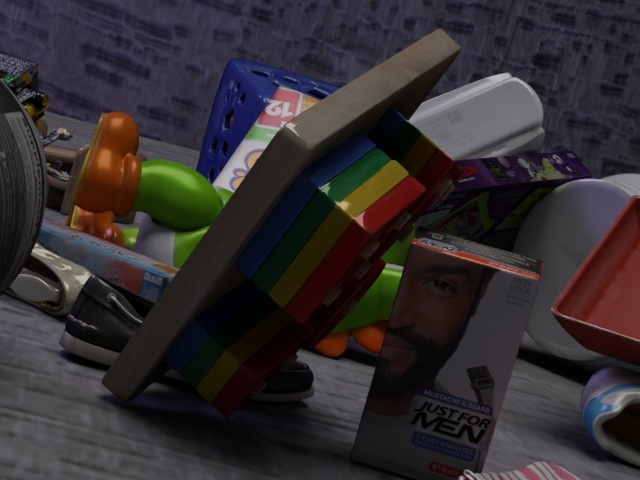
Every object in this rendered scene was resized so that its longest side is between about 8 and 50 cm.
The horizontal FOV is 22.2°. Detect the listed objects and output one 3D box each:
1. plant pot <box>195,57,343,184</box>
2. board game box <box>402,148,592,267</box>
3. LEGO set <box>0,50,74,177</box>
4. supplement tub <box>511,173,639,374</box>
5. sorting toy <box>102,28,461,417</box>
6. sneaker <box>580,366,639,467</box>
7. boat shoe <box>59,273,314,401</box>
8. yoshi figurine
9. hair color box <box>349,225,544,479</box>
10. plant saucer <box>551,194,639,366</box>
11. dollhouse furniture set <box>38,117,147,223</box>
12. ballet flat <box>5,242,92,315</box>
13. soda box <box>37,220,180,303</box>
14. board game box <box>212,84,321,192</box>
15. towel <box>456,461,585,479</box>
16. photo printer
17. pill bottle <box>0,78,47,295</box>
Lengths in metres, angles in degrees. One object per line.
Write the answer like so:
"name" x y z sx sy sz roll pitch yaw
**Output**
"plant pot" -0.029 -0.091 2.187 0.236 0.236 0.212 14 12 -17
"board game box" 0.140 -0.014 1.818 0.347 0.208 0.056 -8 54 -52
"LEGO set" -0.442 -0.100 1.712 0.331 0.192 0.255 14 35 13
"supplement tub" 0.401 0.050 1.910 0.331 0.241 0.241 9 9 -45
"sorting toy" 0.000 0.000 1.153 0.089 0.257 0.255 42 34 7
"sneaker" 0.339 0.176 1.414 0.228 0.087 0.092 11 15 5
"boat shoe" -0.093 0.076 1.250 0.206 0.065 0.075 15 3 -20
"yoshi figurine" -0.058 -0.013 1.582 0.362 0.203 0.203 18 -1 -7
"hair color box" 0.087 0.084 1.133 0.093 0.167 0.053 16 16 7
"plant saucer" 0.367 0.063 1.487 0.259 0.048 0.258 19 33 20
"dollhouse furniture set" -0.361 -0.136 2.032 0.212 0.161 0.242 21 8 40
"ballet flat" -0.262 0.021 1.384 0.168 0.057 0.052 18 16 27
"soda box" -0.191 0.034 1.421 0.183 0.058 0.063 19 7 32
"board game box" -0.045 -0.082 1.964 0.124 0.039 0.259 23 50 8
"towel" 0.190 0.188 1.127 0.144 0.029 0.197 20 7 28
"photo printer" 0.130 -0.057 1.952 0.256 0.107 0.307 -24 -20 -10
"pill bottle" -0.289 -0.029 1.031 0.210 0.210 0.363 15 6 -2
